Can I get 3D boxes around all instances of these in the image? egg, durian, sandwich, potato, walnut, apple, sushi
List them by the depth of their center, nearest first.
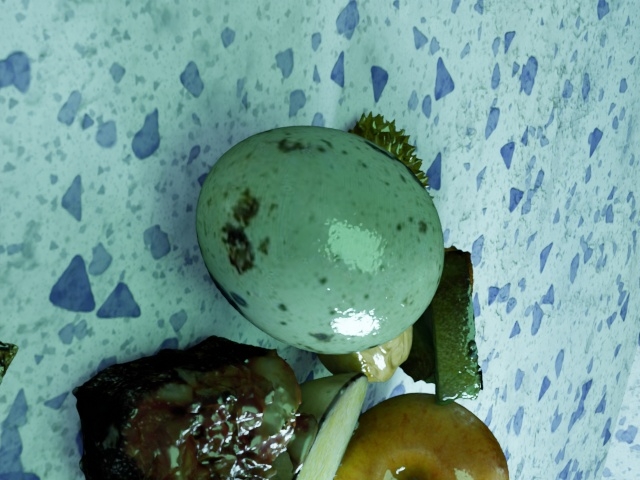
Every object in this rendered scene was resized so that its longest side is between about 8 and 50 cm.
[{"bbox_3d":[-0.146,0.238,1.303,0.343,0.182,0.197,-8,111,-51],"label":"sushi"},{"bbox_3d":[0.000,0.000,1.325,0.379,0.287,0.288,17,89,-44],"label":"egg"},{"bbox_3d":[-0.034,0.311,1.535,0.239,0.116,0.299,-13,127,-62],"label":"potato"},{"bbox_3d":[0.064,0.139,1.589,0.159,0.159,0.207,-54,144,-28],"label":"walnut"},{"bbox_3d":[0.109,-0.074,1.614,0.186,0.153,0.261,-74,164,-48],"label":"durian"},{"bbox_3d":[0.165,0.400,1.702,0.299,0.299,0.275,-69,160,-7],"label":"apple"},{"bbox_3d":[0.185,0.112,1.731,0.301,0.162,0.251,-72,157,-73],"label":"sandwich"}]

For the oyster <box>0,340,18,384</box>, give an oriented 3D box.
[{"bbox_3d":[-0.378,0.139,1.045,0.148,0.051,0.103,-9,122,-44],"label":"oyster"}]
